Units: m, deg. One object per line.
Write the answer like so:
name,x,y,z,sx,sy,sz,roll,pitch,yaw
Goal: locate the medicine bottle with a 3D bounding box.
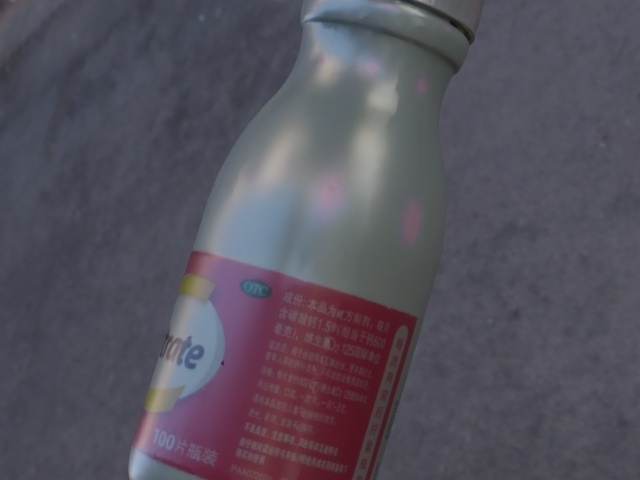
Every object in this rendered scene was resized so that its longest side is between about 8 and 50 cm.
medicine bottle,0.000,0.000,0.532,0.090,0.090,0.216,7,80,64
